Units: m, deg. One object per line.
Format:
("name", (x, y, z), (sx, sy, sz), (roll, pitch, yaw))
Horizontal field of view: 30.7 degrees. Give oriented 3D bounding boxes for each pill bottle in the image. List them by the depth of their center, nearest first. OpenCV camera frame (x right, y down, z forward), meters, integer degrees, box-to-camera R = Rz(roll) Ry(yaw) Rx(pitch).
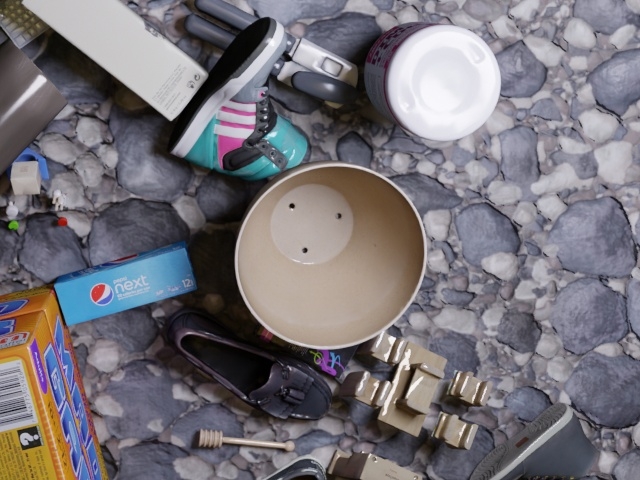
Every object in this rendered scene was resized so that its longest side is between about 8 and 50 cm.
("pill bottle", (0.151, -0.239, 1.711), (0.160, 0.283, 0.160), (-1, 102, -7))

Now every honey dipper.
("honey dipper", (-0.121, 0.331, 1.927), (0.161, 0.030, 0.030), (6, 101, -12))

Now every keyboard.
("keyboard", (-0.371, -0.390, 1.753), (0.256, 0.014, 0.072), (-35, 103, 1))

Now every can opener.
("can opener", (-0.069, -0.287, 1.770), (0.283, 0.095, 0.076), (25, 97, -12))

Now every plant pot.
("plant pot", (0.000, 0.000, 1.783), (0.284, 0.191, 0.284), (-3, 107, -10))

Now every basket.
("basket", (-0.496, -0.173, 1.708), (0.227, 0.204, 0.154), (-44, 128, -7))

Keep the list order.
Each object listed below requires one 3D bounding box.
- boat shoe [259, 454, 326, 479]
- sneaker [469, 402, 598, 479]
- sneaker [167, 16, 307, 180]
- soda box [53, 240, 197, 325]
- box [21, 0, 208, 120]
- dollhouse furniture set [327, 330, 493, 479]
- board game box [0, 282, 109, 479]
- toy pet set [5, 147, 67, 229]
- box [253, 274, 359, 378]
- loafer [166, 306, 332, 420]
("boat shoe", (-0.090, 0.445, 1.928), (0.233, 0.079, 0.084), (-37, 105, 3))
("sneaker", (0.362, 0.387, 1.969), (0.222, 0.083, 0.118), (-38, 104, 0))
("sneaker", (-0.086, -0.189, 1.735), (0.178, 0.123, 0.295), (26, 136, -20))
("soda box", (-0.303, 0.066, 1.827), (0.210, 0.067, 0.071), (-16, 103, -4))
("box", (-0.301, -0.300, 1.725), (0.275, 0.113, 0.094), (39, 94, -17))
("dollhouse furniture set", (0.125, 0.292, 1.916), (0.212, 0.161, 0.242), (26, 75, -12))
("board game box", (-0.530, 0.306, 1.700), (0.356, 0.356, 0.356), (-13, 103, -4))
("toy pet set", (-0.455, -0.080, 1.795), (0.122, 0.065, 0.114), (-3, 137, -4))
("box", (-0.011, 0.139, 1.900), (0.162, 0.029, 0.116), (28, 97, -10))
("loafer", (-0.113, 0.214, 1.867), (0.302, 0.095, 0.109), (31, 96, -12))
